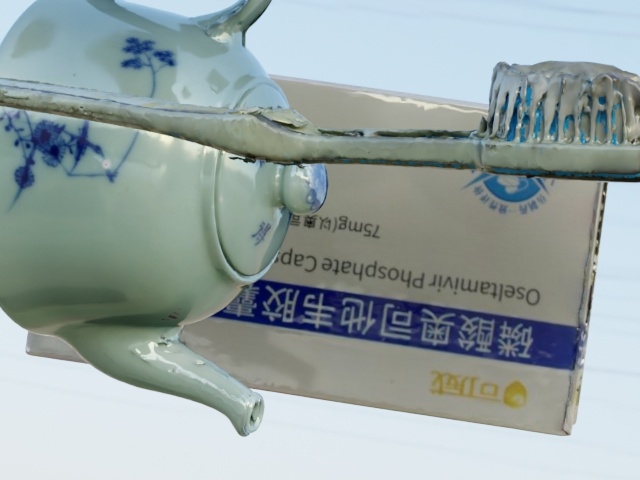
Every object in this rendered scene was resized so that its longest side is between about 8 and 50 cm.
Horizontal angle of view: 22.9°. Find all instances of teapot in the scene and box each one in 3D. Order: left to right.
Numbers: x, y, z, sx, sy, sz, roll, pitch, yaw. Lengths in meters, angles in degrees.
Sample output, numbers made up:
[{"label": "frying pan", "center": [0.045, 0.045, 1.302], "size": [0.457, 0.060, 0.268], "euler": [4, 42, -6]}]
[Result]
[{"label": "teapot", "center": [-0.065, -0.034, 0.697], "size": [0.159, 0.232, 0.159], "euler": [4, 4, 0]}]

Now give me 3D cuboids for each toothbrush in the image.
[{"label": "toothbrush", "center": [-0.038, -0.037, 0.447], "size": [0.294, 0.028, 0.026], "euler": [5, 11, 36]}]

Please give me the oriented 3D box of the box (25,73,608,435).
[{"label": "box", "center": [0.000, 0.000, 0.997], "size": [0.343, 0.200, 0.065], "euler": [8, -5, 3]}]
